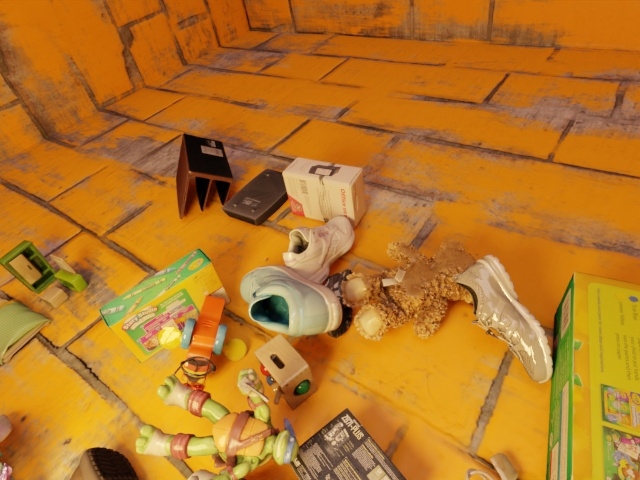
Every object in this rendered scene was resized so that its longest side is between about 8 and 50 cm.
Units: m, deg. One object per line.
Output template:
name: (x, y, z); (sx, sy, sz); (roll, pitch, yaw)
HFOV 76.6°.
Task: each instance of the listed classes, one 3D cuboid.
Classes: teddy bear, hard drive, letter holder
teddy bear: (0.217, 0.120, 0.986); (0.338, 0.113, 0.245); (-34, 56, -21)
hard drive: (-0.203, -0.153, 1.424); (0.172, 0.054, 0.254); (18, 51, 29)
letter holder: (-0.444, -0.225, 1.509); (0.152, 0.214, 0.302); (7, 34, -27)

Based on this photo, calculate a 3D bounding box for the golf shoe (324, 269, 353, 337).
golf shoe: (0.034, 0.163, 1.030); (0.094, 0.077, 0.198); (-9, 37, 27)

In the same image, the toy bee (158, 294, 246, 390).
toy bee: (-0.292, 0.262, 0.944); (0.195, 0.162, 0.298); (22, 20, 9)

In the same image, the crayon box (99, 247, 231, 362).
crayon box: (-0.388, 0.166, 1.046); (0.278, 0.165, 0.081); (-34, 47, -22)

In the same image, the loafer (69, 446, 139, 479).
loafer: (-0.355, 0.530, 0.701); (0.366, 0.134, 0.130); (27, 78, 46)

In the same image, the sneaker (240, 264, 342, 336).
sneaker: (-0.120, 0.133, 0.955); (0.150, 0.135, 0.366); (0, 2, -40)

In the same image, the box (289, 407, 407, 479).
box: (0.051, 0.427, 0.728); (0.147, 0.077, 0.180); (-33, 46, -20)

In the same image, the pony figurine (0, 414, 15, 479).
pony figurine: (-0.723, 0.455, 0.736); (0.351, 0.363, 0.302); (-4, 48, 32)

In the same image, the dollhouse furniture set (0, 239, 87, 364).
dollhouse furniture set: (-0.883, 0.168, 1.171); (0.198, 0.151, 0.301); (13, 49, 25)

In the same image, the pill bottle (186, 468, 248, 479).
pill bottle: (-0.131, 0.478, 0.685); (0.221, 0.121, 0.121); (8, 47, 22)

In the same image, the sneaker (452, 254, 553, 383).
sneaker: (0.387, 0.175, 0.875); (0.115, 0.105, 0.281); (-24, 63, 3)

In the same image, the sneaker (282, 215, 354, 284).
sneaker: (0.000, 0.000, 1.124); (0.114, 0.152, 0.305); (-10, 29, 35)

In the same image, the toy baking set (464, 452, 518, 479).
toy baking set: (0.295, 0.473, 0.629); (0.197, 0.030, 0.256); (32, 51, 24)

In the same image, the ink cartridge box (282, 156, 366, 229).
ink cartridge box: (0.017, -0.151, 1.282); (0.237, 0.172, 0.100); (15, 48, 27)

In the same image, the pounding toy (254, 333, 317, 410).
pounding toy: (-0.078, 0.293, 0.862); (0.100, 0.130, 0.141); (-34, 47, -21)

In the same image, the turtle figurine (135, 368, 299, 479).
turtle figurine: (-0.181, 0.314, 0.675); (0.266, 0.197, 0.275); (5, 1, 18)

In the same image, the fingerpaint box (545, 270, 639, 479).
fingerpaint box: (0.599, 0.297, 0.666); (0.371, 0.163, 0.444); (12, 46, 22)
